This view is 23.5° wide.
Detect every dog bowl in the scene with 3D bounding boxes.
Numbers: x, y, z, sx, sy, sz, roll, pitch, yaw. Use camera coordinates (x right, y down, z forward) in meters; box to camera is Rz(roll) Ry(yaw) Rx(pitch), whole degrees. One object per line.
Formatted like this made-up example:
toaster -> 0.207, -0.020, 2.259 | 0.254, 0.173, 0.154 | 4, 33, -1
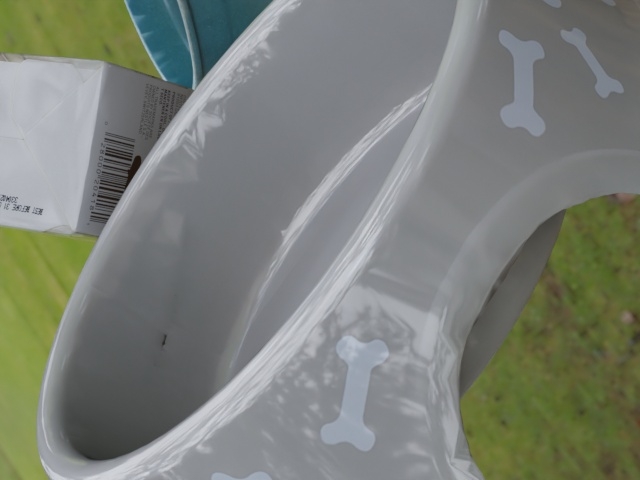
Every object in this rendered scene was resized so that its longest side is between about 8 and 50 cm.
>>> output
dog bowl -> 0.000, 0.000, 0.693 | 0.102, 0.348, 0.349 | 35, 167, -21

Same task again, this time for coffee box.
coffee box -> -0.121, -0.045, 0.945 | 0.141, 0.098, 0.246 | 9, 179, 28

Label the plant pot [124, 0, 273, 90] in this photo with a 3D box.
plant pot -> -0.084, -0.328, 1.754 | 0.271, 0.255, 0.271 | 58, 162, 31
